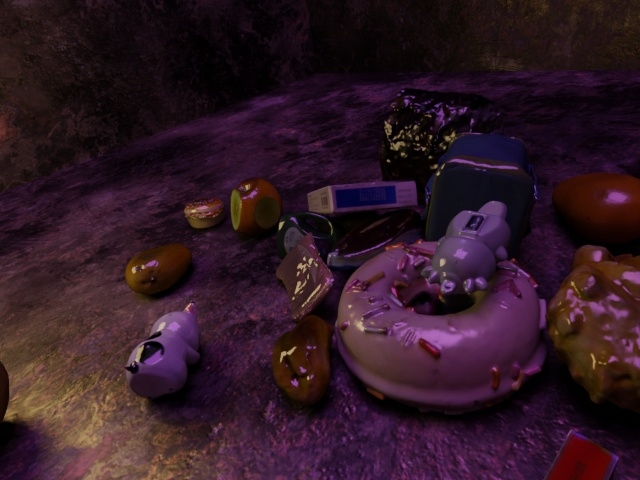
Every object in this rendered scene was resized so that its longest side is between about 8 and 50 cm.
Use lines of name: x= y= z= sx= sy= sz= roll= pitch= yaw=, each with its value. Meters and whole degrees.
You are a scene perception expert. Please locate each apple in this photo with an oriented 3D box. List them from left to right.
apple: x=-0.193 y=-0.102 z=1.318 sx=0.163 sy=0.147 sz=0.146 roll=-31 pitch=34 yaw=-28

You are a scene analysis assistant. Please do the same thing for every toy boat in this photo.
toy boat: x=0.133 y=0.020 z=1.010 sx=0.261 sy=0.115 sz=0.114 roll=-29 pitch=39 yaw=-12

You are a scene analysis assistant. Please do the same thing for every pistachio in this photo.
pistachio: x=-0.031 y=0.196 z=0.793 sx=0.109 sy=0.100 sz=0.189 roll=-12 pitch=29 yaw=13

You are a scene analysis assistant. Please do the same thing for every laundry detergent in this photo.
laundry detergent: x=0.000 y=0.000 z=1.092 sx=0.210 sy=0.138 sz=0.063 roll=6 pitch=12 yaw=22

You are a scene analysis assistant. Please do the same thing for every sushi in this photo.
sushi: x=0.340 y=-0.279 z=1.298 sx=0.281 sy=0.300 sz=0.294 roll=-29 pitch=35 yaw=-29

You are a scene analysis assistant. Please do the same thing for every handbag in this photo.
handbag: x=0.349 y=-0.089 z=0.993 sx=0.222 sy=0.263 sz=0.241 roll=10 pitch=31 yaw=20

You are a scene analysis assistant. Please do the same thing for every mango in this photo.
mango: x=-0.407 y=0.063 z=1.157 sx=0.137 sy=0.098 sz=0.195 roll=-4 pitch=25 yaw=19
mango: x=0.639 y=-0.083 z=1.021 sx=0.175 sy=0.140 sz=0.255 roll=-2 pitch=24 yaw=8

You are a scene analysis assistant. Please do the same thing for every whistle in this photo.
whistle: x=0.249 y=0.009 z=0.742 sx=0.101 sy=0.106 sz=0.253 roll=34 pitch=50 yaw=10

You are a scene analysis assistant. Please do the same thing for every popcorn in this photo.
popcorn: x=0.453 y=0.124 z=0.672 sx=0.232 sy=0.192 sz=0.266 roll=-7 pitch=47 yaw=12

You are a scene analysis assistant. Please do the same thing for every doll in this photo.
doll: x=-0.286 y=0.210 z=0.853 sx=0.110 sy=0.107 sz=0.181 roll=-25 pitch=19 yaw=19

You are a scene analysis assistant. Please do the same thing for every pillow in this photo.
pillow: x=-0.037 y=0.076 z=0.998 sx=0.135 sy=0.034 sz=0.211 roll=-47 pitch=34 yaw=13

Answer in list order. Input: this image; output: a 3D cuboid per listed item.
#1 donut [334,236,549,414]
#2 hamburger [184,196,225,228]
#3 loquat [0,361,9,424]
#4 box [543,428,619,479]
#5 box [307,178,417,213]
donut: x=0.207 y=0.122 z=0.804 sx=0.381 sy=0.143 sz=0.383 roll=-7 pitch=30 yaw=4
hamburger: x=-0.363 y=-0.092 z=1.423 sx=0.126 sy=0.082 sz=0.141 roll=-5 pitch=29 yaw=10
loquat: x=-0.641 y=0.270 z=0.739 sx=0.234 sy=0.235 sz=0.235 roll=-8 pitch=29 yaw=5
box: x=0.243 y=0.293 z=0.457 sx=0.048 sy=0.175 sz=0.112 roll=20 pitch=41 yaw=42
box: x=0.089 y=-0.105 z=1.150 sx=0.199 sy=0.065 sz=0.343 roll=-5 pitch=4 yaw=-9
